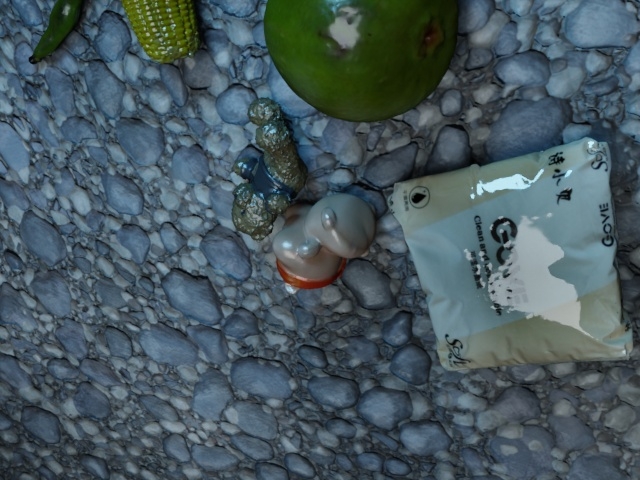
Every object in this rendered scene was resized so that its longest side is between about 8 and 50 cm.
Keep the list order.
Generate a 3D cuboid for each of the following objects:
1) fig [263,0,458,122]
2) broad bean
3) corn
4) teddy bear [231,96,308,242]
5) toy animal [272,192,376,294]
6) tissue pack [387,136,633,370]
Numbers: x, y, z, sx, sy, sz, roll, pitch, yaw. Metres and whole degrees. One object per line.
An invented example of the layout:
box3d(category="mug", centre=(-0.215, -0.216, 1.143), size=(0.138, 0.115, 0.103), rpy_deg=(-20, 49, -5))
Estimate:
box3d(category="fig", centre=(0.045, -0.333, 1.303), size=(0.316, 0.316, 0.316), rpy_deg=(9, 120, 16))
box3d(category="broad bean", centre=(-0.475, -0.431, 1.577), size=(0.060, 0.043, 0.297), rpy_deg=(43, 125, 6))
box3d(category="corn", centre=(-0.293, -0.469, 1.437), size=(0.131, 0.131, 0.345), rpy_deg=(-2, 115, 21))
box3d(category="teddy bear", centre=(-0.088, -0.120, 1.551), size=(0.129, 0.182, 0.251), rpy_deg=(9, 119, -20))
box3d(category="toy animal", centre=(0.000, 0.000, 1.565), size=(0.197, 0.171, 0.171), rpy_deg=(-36, 100, 34))
box3d(category="tissue pack", centre=(0.334, 0.037, 1.449), size=(0.389, 0.195, 0.376), rpy_deg=(-14, 99, 26))
